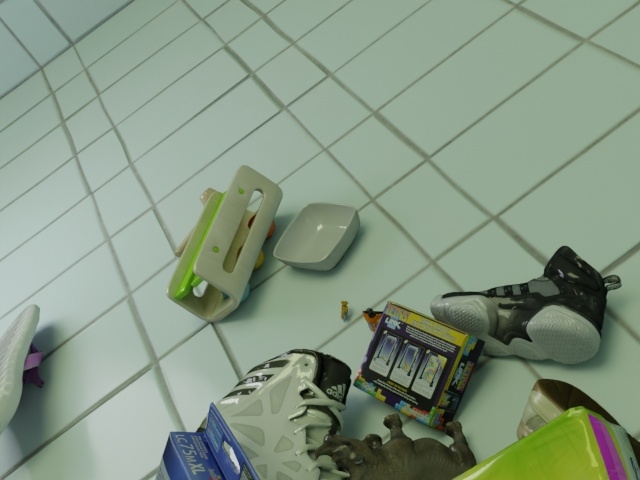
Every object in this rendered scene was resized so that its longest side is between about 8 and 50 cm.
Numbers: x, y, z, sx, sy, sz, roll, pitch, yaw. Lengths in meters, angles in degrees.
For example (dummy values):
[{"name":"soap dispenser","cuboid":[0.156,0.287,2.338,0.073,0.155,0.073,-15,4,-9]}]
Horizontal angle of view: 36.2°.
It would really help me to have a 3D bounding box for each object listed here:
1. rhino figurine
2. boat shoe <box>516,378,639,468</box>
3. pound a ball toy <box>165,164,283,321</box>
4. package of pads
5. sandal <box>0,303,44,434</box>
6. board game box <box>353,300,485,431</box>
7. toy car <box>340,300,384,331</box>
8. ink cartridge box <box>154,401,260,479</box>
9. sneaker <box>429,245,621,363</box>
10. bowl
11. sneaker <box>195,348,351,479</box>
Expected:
[{"name":"rhino figurine","cuboid":[0.098,0.278,1.246,0.073,0.243,0.106,-64,33,27]},{"name":"boat shoe","cuboid":[0.337,0.283,1.142,0.302,0.109,0.098,46,120,50]},{"name":"pound a ball toy","cuboid":[-0.181,0.008,1.880,0.208,0.136,0.319,-37,25,47]},{"name":"package of pads","cuboid":[0.224,0.340,1.058,0.296,0.101,0.229,-41,39,30]},{"name":"sandal","cuboid":[-0.603,0.278,1.926,0.169,0.102,0.416,-44,23,16]},{"name":"board game box","cuboid":[0.139,0.179,1.415,0.170,0.048,0.141,22,87,50]},{"name":"toy car","cuboid":[0.079,0.126,1.594,0.122,0.060,0.040,-169,81,-66]},{"name":"ink cartridge box","cuboid":[-0.176,0.388,1.278,0.186,0.065,0.311,47,120,55]},{"name":"sneaker","cuboid":[0.295,0.085,1.398,0.269,0.101,0.153,6,47,43]},{"name":"bowl","cuboid":[0.000,0.000,1.774,0.142,0.053,0.142,6,52,44]},{"name":"sneaker","cuboid":[-0.016,0.280,1.341,0.447,0.169,0.257,19,71,52]}]
